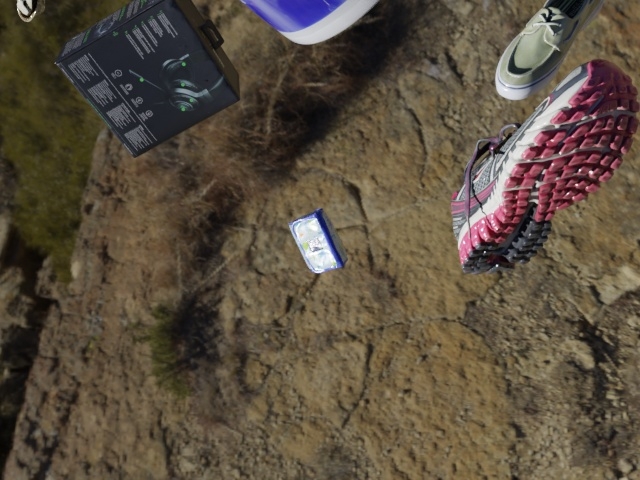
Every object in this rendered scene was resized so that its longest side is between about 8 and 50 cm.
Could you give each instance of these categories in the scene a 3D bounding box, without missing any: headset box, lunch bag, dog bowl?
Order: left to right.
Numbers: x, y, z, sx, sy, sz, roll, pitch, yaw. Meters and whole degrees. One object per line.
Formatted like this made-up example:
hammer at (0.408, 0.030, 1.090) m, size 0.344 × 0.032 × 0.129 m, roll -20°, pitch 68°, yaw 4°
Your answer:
headset box at (-0.326, -0.347, 1.345) m, size 0.283 × 0.246 × 0.131 m, roll -27°, pitch 36°, yaw 12°
lunch bag at (0.000, 0.000, 1.471) m, size 0.129 × 0.096 × 0.151 m, roll 64°, pitch 164°, yaw -6°
dog bowl at (0.005, -0.372, 0.785) m, size 0.265 × 0.104 × 0.265 m, roll -29°, pitch 47°, yaw 37°

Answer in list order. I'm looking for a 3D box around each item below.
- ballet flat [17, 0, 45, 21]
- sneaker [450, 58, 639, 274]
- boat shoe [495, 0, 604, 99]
ballet flat at (-0.520, -0.452, 1.203) m, size 0.052 × 0.057 × 0.168 m, roll -64°, pitch 7°, yaw -26°
sneaker at (0.211, -0.077, 0.715) m, size 0.299 × 0.120 × 0.112 m, roll 117°, pitch 147°, yaw -54°
boat shoe at (0.427, -0.395, 1.255) m, size 0.109 × 0.094 × 0.302 m, roll 32°, pitch 76°, yaw 27°
